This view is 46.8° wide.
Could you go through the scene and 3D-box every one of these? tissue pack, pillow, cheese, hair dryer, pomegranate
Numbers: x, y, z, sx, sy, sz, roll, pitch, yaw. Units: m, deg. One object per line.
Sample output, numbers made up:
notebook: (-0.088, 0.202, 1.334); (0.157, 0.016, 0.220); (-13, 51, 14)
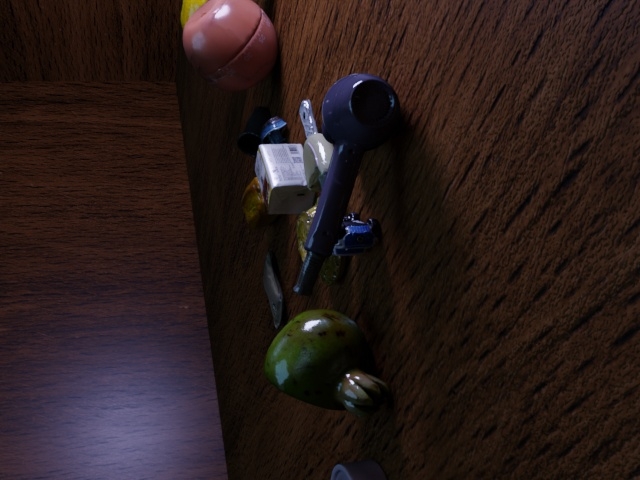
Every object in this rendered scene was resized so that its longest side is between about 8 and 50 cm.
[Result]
tissue pack: (-0.082, -0.139, 1.686); (0.099, 0.106, 0.148); (104, 156, -45)
pillow: (-0.132, 0.138, 2.045); (0.217, 0.033, 0.130); (-112, 25, -47)
cheese: (-0.011, -0.198, 1.530); (0.127, 0.050, 0.235); (110, 150, -56)
hair dryer: (0.016, -0.086, 1.206); (0.301, 0.121, 0.361); (-176, 105, -81)
pomegranate: (0.011, 0.212, 1.325); (0.159, 0.190, 0.241); (-66, 20, 5)

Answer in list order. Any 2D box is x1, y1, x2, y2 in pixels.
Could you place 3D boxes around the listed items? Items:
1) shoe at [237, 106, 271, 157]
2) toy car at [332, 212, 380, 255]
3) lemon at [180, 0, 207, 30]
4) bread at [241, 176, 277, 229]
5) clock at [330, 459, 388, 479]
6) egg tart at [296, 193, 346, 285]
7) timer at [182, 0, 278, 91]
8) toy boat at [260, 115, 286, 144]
shoe: (-0.178, -0.268, 2.019); (0.108, 0.093, 0.241); (107, 152, -54)
toy car: (0.043, -0.011, 1.332); (0.171, 0.080, 0.070); (-157, 64, -72)
lemon: (-0.317, -0.661, 2.212); (0.204, 0.204, 0.260); (-119, 27, -56)
bread: (-0.153, -0.099, 1.971); (0.245, 0.094, 0.102); (138, 121, -69)
clock: (0.077, 0.504, 1.349); (0.197, 0.068, 0.196); (176, 90, -74)
egg tart: (0.000, 0.000, 1.504); (0.191, 0.074, 0.191); (174, 90, -72)
timer: (-0.226, -0.498, 1.871); (0.215, 0.230, 0.229); (47, -174, -32)
toy boat: (-0.119, -0.267, 1.879); (0.061, 0.060, 0.137); (61, 156, 1)
